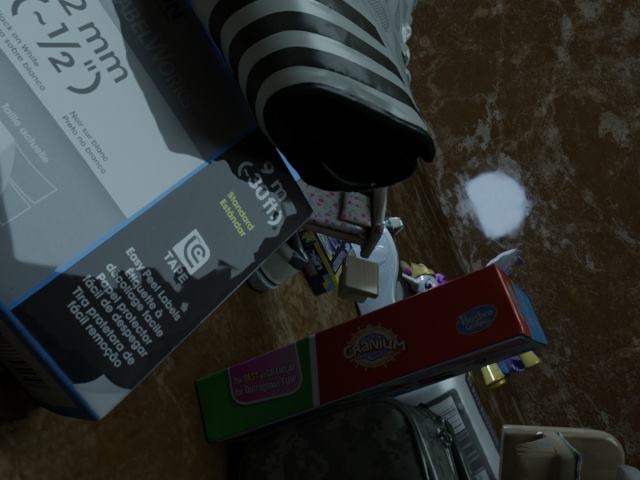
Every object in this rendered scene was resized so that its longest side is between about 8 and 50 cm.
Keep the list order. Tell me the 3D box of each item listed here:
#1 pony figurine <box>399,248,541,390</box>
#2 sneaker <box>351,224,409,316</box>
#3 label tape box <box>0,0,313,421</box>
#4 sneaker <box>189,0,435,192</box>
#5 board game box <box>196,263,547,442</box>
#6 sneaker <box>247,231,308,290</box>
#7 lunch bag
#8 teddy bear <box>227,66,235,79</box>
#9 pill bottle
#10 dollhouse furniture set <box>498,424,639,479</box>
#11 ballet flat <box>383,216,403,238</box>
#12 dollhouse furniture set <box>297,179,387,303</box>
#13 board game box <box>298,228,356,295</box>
[{"bbox_3d":[0.383,0.186,1.479,0.351,0.303,0.363,-4,54,-43],"label":"pony figurine"},{"bbox_3d":[0.135,0.111,1.168,0.147,0.105,0.295,34,42,-60],"label":"sneaker"},{"bbox_3d":[-0.131,-0.083,0.445,0.347,0.115,0.249,-45,113,-35],"label":"label tape box"},{"bbox_3d":[0.021,-0.176,0.565,0.447,0.169,0.257,-31,104,-64],"label":"sneaker"},{"bbox_3d":[0.068,0.131,0.628,0.242,0.317,0.064,26,43,-63],"label":"board game box"},{"bbox_3d":[-0.076,-0.059,0.819,0.094,0.091,0.258,24,45,-63],"label":"sneaker"},{"bbox_3d":[0.074,0.320,0.584,0.256,0.213,0.305,42,29,-55],"label":"lunch bag"},{"bbox_3d":[-0.191,-0.251,0.592,0.338,0.113,0.245,38,35,-7],"label":"teddy bear"},{"bbox_3d":[0.171,0.284,0.929,0.318,0.176,0.176,66,19,0],"label":"pill bottle"},{"bbox_3d":[0.323,0.421,0.528,0.362,0.257,0.394,-39,131,-85],"label":"dollhouse furniture set"},{"bbox_3d":[0.181,-0.034,1.511,0.070,0.070,0.188,66,19,2],"label":"ballet flat"},{"bbox_3d":[-0.046,-0.141,0.715,0.303,0.173,0.355,15,48,-13],"label":"dollhouse furniture set"},{"bbox_3d":[0.000,0.000,1.017,0.141,0.048,0.170,65,19,-8],"label":"board game box"}]
